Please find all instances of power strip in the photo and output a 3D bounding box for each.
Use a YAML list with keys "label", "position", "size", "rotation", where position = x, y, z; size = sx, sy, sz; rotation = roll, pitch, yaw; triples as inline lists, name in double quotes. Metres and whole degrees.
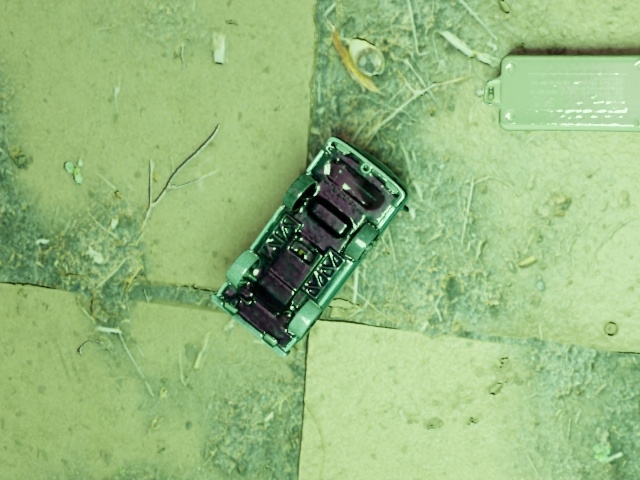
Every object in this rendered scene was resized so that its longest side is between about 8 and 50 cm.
- label: "power strip"
  position: [0.373, -0.182, 1.816]
  size: [0.338, 0.058, 0.098]
  rotation: [3, 95, 21]

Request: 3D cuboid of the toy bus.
- label: "toy bus"
  position: [0.000, 0.000, 1.900]
  size: [0.133, 0.165, 0.271]
  rotation: [39, 105, 7]
